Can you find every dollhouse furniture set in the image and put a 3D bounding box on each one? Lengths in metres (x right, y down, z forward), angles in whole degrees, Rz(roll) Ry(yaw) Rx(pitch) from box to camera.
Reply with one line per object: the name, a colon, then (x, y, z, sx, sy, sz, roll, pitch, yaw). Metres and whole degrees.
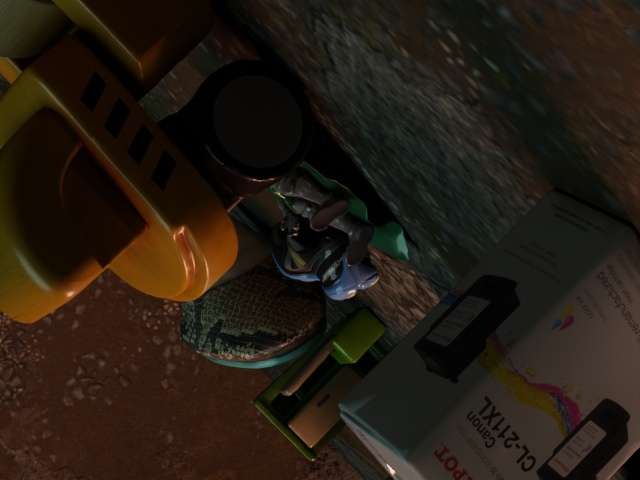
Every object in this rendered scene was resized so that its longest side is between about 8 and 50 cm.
dollhouse furniture set: (0.089, 0.236, 1.726, 0.301, 0.151, 0.197, 45, 171, -2)

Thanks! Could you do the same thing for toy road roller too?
toy road roller: (-0.189, -0.090, 1.139, 0.329, 0.240, 0.202, 49, 153, -8)

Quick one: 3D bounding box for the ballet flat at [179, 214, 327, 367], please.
ballet flat: (-0.120, 0.045, 1.874, 0.182, 0.164, 0.483, 62, 171, -7)

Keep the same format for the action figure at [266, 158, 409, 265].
action figure: (-0.030, -0.052, 1.295, 0.137, 0.063, 0.232, 48, 175, -34)

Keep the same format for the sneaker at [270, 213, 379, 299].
sneaker: (0.000, 0.000, 1.413, 0.078, 0.067, 0.188, 70, 166, -15)

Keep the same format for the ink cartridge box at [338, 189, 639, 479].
ink cartridge box: (0.116, 0.082, 0.853, 0.127, 0.175, 0.072, 51, 169, -34)

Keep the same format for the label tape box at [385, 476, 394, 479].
label tape box: (0.178, 0.356, 1.719, 0.249, 0.115, 0.347, 17, 163, 8)
